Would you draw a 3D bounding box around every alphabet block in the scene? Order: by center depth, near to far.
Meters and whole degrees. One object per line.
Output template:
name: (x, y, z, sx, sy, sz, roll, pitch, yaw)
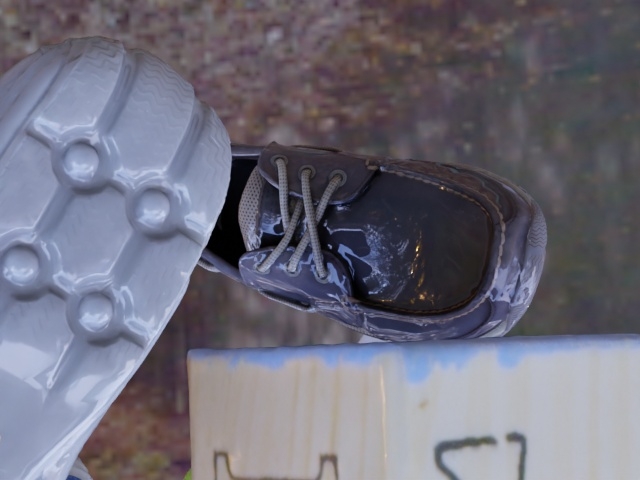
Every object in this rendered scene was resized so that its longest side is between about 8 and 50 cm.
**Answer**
alphabet block: (0.055, 0.152, 0.928, 0.192, 0.197, 0.193, 1, 175, -36)

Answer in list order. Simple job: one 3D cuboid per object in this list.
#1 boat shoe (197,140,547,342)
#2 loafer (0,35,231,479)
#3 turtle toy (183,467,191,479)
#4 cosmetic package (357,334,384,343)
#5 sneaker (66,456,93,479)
boat shoe: (0.000, 0.000, 1.160, 0.130, 0.132, 0.355, 8, 179, -38)
loafer: (-0.140, 0.077, 0.526, 0.112, 0.319, 0.111, 42, 161, -20)
turtle toy: (-0.083, 0.207, 1.108, 0.066, 0.130, 0.095, -1, 167, 15)
cosmetic package: (0.143, 0.347, 1.809, 0.329, 0.327, 0.393, 17, 113, -43)
sneaker: (-0.218, 0.247, 0.807, 0.130, 0.147, 0.330, 32, 106, -40)
